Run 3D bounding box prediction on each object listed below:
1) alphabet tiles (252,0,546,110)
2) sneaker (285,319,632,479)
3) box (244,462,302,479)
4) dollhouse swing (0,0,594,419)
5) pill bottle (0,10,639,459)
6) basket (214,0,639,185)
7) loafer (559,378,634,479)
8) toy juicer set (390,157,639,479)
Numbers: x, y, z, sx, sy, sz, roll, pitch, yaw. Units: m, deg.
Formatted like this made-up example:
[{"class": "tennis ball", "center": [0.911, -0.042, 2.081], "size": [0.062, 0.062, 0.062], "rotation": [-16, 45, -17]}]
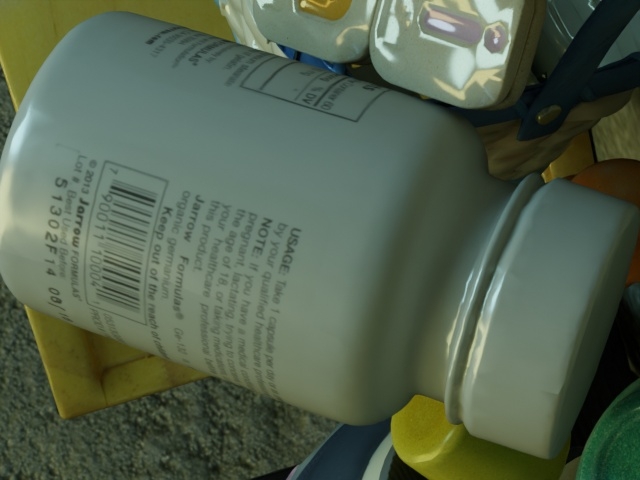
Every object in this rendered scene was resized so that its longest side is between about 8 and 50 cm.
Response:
[{"class": "alphabet tiles", "center": [0.055, -0.200, 0.587], "size": [0.278, 0.021, 0.284], "rotation": [24, 105, 41]}, {"class": "sneaker", "center": [0.070, 0.105, 0.871], "size": [0.319, 0.131, 0.112], "rotation": [-26, -87, -54]}, {"class": "box", "center": [0.075, 0.288, 1.195], "size": [0.294, 0.296, 0.182], "rotation": [84, 168, -57]}, {"class": "dollhouse swing", "center": [-0.039, -0.078, 1.005], "size": [0.315, 0.347, 0.304], "rotation": [137, 115, -82]}, {"class": "pill bottle", "center": [0.000, 0.000, 0.610], "size": [0.131, 0.229, 0.131], "rotation": [19, -90, -74]}, {"class": "basket", "center": [0.053, -0.160, 0.716], "size": [0.289, 0.201, 0.254], "rotation": [106, 143, -61]}, {"class": "loafer", "center": [0.178, 0.162, 0.947], "size": [0.251, 0.087, 0.094], "rotation": [-118, 13, -57]}, {"class": "toy juicer set", "center": [0.174, 0.071, 0.609], "size": [0.089, 0.209, 0.329], "rotation": [28, -177, -32]}]
